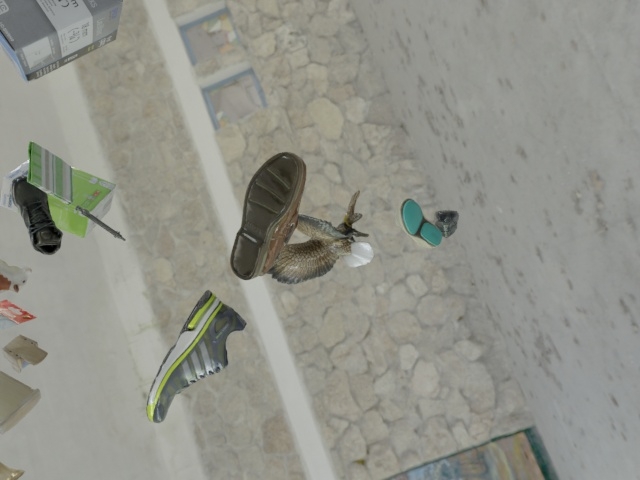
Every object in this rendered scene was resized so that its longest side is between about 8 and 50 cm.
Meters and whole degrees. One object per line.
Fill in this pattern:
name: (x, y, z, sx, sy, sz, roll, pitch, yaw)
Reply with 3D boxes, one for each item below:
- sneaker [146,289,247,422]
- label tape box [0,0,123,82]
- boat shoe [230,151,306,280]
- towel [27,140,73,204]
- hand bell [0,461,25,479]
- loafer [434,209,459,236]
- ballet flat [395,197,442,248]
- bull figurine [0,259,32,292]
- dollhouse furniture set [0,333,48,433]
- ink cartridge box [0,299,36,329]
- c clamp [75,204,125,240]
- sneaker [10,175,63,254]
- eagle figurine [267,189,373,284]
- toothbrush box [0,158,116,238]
sneaker: (-0.264, 0.260, 1.061, 0.121, 0.300, 0.111, 30, -177, -10)
label tape box: (-0.494, -0.472, 1.041, 0.106, 0.333, 0.240, 59, 160, -16)
boat shoe: (-0.104, -0.057, 1.098, 0.111, 0.307, 0.104, 39, -153, 21)
towel: (-0.664, -0.162, 1.241, 0.152, 0.023, 0.113, 58, -160, -71)
hand bell: (-0.790, 0.465, 1.123, 0.242, 0.126, 0.126, 55, -176, -3)
loafer: (0.399, -0.050, 1.594, 0.223, 0.076, 0.078, 19, -108, -74)
ballet flat: (0.253, -0.046, 1.397, 0.248, 0.086, 0.086, 39, -155, -46)
bull figurine: (-1.008, 0.078, 1.440, 0.101, 0.310, 0.188, -136, 43, -63)
dollhouse furniture set: (-0.951, 0.520, 1.571, 0.286, 0.198, 0.303, -54, -15, -50)
ink cartridge box: (-0.946, 0.207, 1.461, 0.179, 0.145, 0.045, -25, -46, -63)
c clamp: (-0.610, -0.049, 1.403, 0.160, 0.022, 0.137, 39, 165, -18)
sneaker: (-0.761, -0.062, 1.367, 0.130, 0.087, 0.227, 18, 121, 46)
eagle figurine: (-0.009, -0.002, 1.445, 0.298, 0.225, 0.226, -25, -73, -49)
toothbrush box: (-0.878, -0.155, 1.707, 0.283, 0.122, 0.206, 23, -149, -10)
